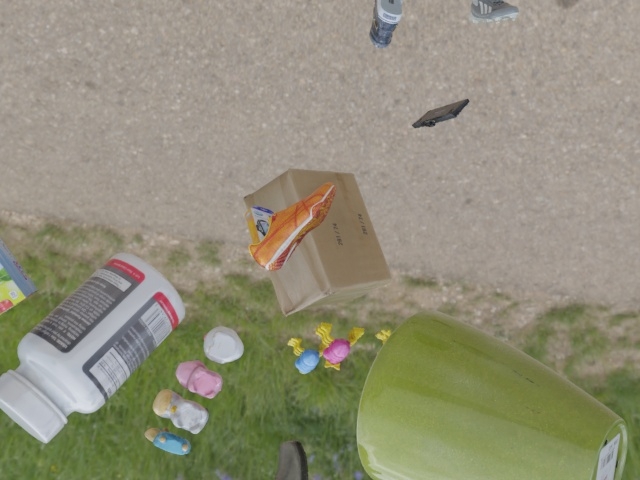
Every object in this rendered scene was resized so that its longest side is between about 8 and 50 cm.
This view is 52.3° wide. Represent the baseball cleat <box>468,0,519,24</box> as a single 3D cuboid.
[{"bbox_3d":[0.452,-0.631,1.731,0.072,0.206,0.109,-11,108,-18],"label":"baseball cleat"}]

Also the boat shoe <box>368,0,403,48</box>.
[{"bbox_3d":[0.137,-0.485,1.389,0.065,0.183,0.083,18,133,-6],"label":"boat shoe"}]

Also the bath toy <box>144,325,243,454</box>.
[{"bbox_3d":[-0.332,0.385,1.740,0.152,0.348,0.129,30,171,-4],"label":"bath toy"}]

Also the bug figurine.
[{"bbox_3d":[0.078,0.233,1.285,0.279,0.072,0.216,8,153,-8],"label":"bug figurine"}]

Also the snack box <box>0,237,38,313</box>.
[{"bbox_3d":[-0.597,0.068,1.039,0.207,0.070,0.174,-31,99,-2],"label":"snack box"}]

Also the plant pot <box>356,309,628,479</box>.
[{"bbox_3d":[0.249,0.262,0.901,0.294,0.274,0.274,12,153,42],"label":"plant pot"}]

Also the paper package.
[{"bbox_3d":[0.000,0.000,1.653,0.168,0.324,0.310,-29,165,33],"label":"paper package"}]

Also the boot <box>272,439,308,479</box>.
[{"bbox_3d":[-0.106,0.440,1.100,0.161,0.246,0.083,11,131,-11],"label":"boot"}]

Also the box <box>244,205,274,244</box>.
[{"bbox_3d":[-0.119,-0.018,1.446,0.081,0.136,0.028,17,128,-38],"label":"box"}]

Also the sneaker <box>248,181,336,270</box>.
[{"bbox_3d":[-0.042,-0.033,1.007,0.067,0.175,0.064,39,162,17],"label":"sneaker"}]

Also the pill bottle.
[{"bbox_3d":[-0.402,0.184,1.134,0.176,0.318,0.176,27,146,21],"label":"pill bottle"}]

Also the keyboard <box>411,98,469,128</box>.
[{"bbox_3d":[0.321,-0.337,1.790,0.023,0.108,0.180,55,158,-15],"label":"keyboard"}]
